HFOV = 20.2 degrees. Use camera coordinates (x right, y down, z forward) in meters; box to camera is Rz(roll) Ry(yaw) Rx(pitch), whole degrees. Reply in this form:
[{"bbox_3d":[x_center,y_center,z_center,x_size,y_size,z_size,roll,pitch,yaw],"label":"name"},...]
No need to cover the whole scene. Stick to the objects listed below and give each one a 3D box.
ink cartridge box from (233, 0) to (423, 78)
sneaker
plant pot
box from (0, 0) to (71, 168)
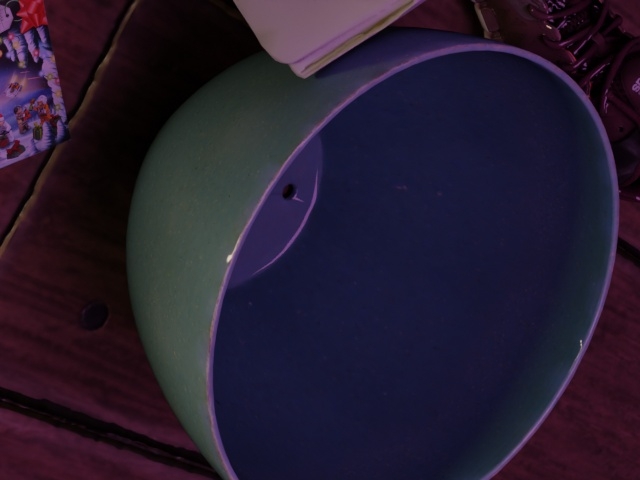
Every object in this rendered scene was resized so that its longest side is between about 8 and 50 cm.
[{"bbox_3d":[0.054,-0.247,0.919,0.289,0.121,0.211,-38,97,-33],"label":"ink cartridge box"},{"bbox_3d":[0.174,-0.143,1.138,0.106,0.162,0.281,-35,130,-22],"label":"sneaker"},{"bbox_3d":[0.000,0.000,1.038,0.290,0.195,0.290,-19,123,-33],"label":"plant pot"},{"bbox_3d":[-0.203,-0.073,0.946,0.137,0.027,0.094,-27,125,-28],"label":"box"}]
